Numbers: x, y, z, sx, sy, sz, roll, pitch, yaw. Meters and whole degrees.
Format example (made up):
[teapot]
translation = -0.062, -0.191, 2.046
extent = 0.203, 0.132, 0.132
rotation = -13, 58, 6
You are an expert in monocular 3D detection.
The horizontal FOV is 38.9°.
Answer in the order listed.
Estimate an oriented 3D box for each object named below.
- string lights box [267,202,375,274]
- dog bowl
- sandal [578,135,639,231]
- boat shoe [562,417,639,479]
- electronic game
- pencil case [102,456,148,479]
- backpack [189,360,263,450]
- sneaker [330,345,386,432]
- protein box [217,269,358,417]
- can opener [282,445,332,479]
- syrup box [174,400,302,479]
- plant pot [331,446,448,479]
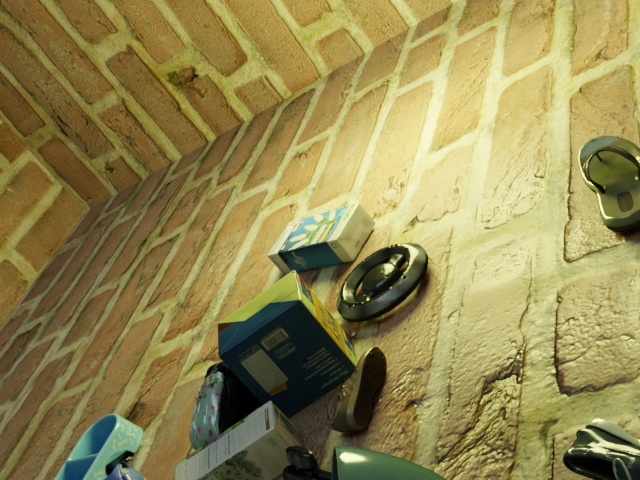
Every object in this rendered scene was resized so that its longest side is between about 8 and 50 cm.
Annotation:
[string lights box]
translation = 0.000, 0.000, 2.263
extent = 0.259, 0.077, 0.133
rotation = -14, 35, 45
[dog bowl]
translation = -0.525, 0.522, 2.081
extent = 0.166, 0.074, 0.297
rotation = -21, 28, 36
[sandal]
translation = 0.545, -0.127, 1.678
extent = 0.120, 0.086, 0.303
rotation = -30, 24, 19
[boat shoe]
translation = 0.395, 0.290, 1.120
extent = 0.079, 0.095, 0.254
rotation = -42, 22, -12
[electronic game]
translation = 0.131, 0.088, 1.944
extent = 0.229, 0.048, 0.229
rotation = -31, 25, 16
[pencil case]
translation = -0.460, 0.581, 1.806
extent = 0.306, 0.133, 0.119
rotation = -43, 56, -8
[backpack]
translation = -0.188, 0.355, 1.830
extent = 0.115, 0.152, 0.182
rotation = -29, 37, 35
[sneaker]
translation = 0.065, 0.273, 1.678
extent = 0.071, 0.066, 0.188
rotation = -22, 28, 36
[protein box]
translation = -0.066, 0.211, 1.810
extent = 0.200, 0.201, 0.136
rotation = -35, 23, 9
[can opener]
translation = -0.001, 0.408, 1.539
extent = 0.059, 0.073, 0.186
rotation = -41, 31, -27
[syrup box]
translation = -0.155, 0.416, 1.702
extent = 0.237, 0.093, 0.096
rotation = -35, 23, 8
[plant pot]
translation = 0.115, 0.409, 1.148
extent = 0.195, 0.290, 0.290
rotation = 0, 27, -2
